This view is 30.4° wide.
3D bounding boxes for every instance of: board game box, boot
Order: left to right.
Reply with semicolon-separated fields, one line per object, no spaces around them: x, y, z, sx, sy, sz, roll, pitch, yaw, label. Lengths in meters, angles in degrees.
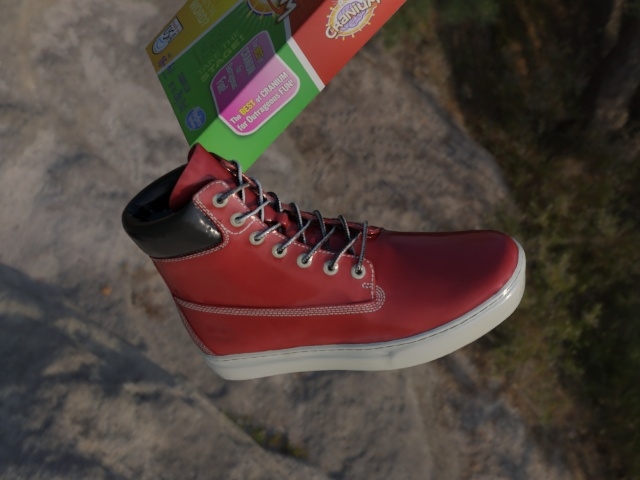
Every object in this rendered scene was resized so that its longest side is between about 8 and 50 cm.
-0.029;-0.242;1.169;0.064;0.316;0.242;36;14;-34;board game box
0.000;0.000;0.765;0.088;0.244;0.176;-81;152;-47;boot
